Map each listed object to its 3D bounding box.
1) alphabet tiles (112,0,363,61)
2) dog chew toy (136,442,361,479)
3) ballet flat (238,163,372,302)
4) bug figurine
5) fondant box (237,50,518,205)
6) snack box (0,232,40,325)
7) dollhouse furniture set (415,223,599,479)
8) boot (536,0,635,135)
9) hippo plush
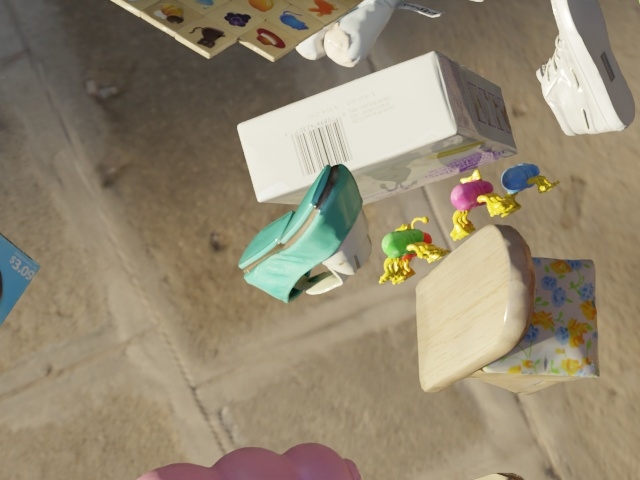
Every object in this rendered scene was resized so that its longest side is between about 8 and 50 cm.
[{"bbox_3d":[-0.107,-0.351,1.576,0.285,0.342,0.011,33,136,18],"label":"alphabet tiles"},{"bbox_3d":[-0.102,0.366,1.549,0.331,0.206,0.207,-19,101,-16],"label":"dog chew toy"},{"bbox_3d":[0.000,0.000,1.072,0.087,0.247,0.083,32,66,-8],"label":"ballet flat"},{"bbox_3d":[0.183,-0.032,1.619,0.279,0.216,0.072,-33,83,25],"label":"bug figurine"},{"bbox_3d":[0.081,-0.119,1.390,0.238,0.330,0.096,-18,85,20],"label":"fondant box"},{"bbox_3d":[-0.352,-0.001,0.750,0.322,0.060,0.187,46,65,-37],"label":"snack box"},{"bbox_3d":[0.261,0.175,0.587,0.362,0.256,0.394,5,72,-13],"label":"dollhouse furniture set"},{"bbox_3d":[0.376,-0.274,1.795,0.123,0.095,0.258,-9,112,44],"label":"boot"},{"bbox_3d":[0.033,-0.435,1.893,0.294,0.236,0.234,5,62,25],"label":"hippo plush"}]
